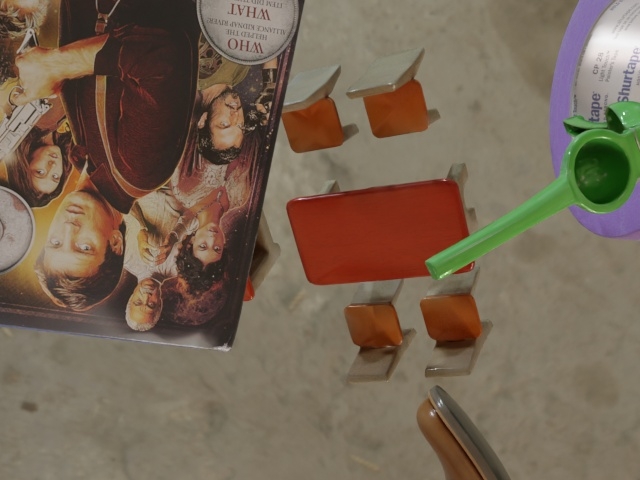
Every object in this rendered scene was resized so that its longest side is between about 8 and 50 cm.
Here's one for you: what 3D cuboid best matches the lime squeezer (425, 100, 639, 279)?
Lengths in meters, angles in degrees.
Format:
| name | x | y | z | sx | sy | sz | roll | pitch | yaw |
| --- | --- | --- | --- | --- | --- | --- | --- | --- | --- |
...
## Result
| name | x | y | z | sx | sy | sz | roll | pitch | yaw |
| --- | --- | --- | --- | --- | --- | --- | --- | --- | --- |
| lime squeezer | 0.178 | -0.057 | 0.708 | 0.110 | 0.310 | 0.059 | 2 | 114 | 30 |

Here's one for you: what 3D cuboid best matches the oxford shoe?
| name | x | y | z | sx | sy | sz | roll | pitch | yaw |
| --- | --- | --- | --- | --- | --- | --- | --- | --- | --- |
| oxford shoe | 0.110 | 0.201 | 0.697 | 0.076 | 0.076 | 0.212 | -26 | 96 | 9 |

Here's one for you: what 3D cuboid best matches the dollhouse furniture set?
| name | x | y | z | sx | sy | sz | roll | pitch | yaw |
| --- | --- | --- | --- | --- | --- | --- | --- | --- | --- |
| dollhouse furniture set | 0.000 | 0.000 | 0.857 | 0.259 | 0.135 | 0.262 | -7 | 112 | 25 |

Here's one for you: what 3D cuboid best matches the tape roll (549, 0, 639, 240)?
| name | x | y | z | sx | sy | sz | roll | pitch | yaw |
| --- | --- | --- | --- | --- | --- | --- | --- | --- | --- |
| tape roll | 0.320 | -0.136 | 0.953 | 0.090 | 0.275 | 0.275 | 4 | 74 | -15 |

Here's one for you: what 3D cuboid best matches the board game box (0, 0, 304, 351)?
| name | x | y | z | sx | sy | sz | roll | pitch | yaw |
| --- | --- | --- | --- | --- | --- | --- | --- | --- | --- |
| board game box | -0.132 | -0.055 | 0.370 | 0.243 | 0.042 | 0.165 | 10 | 93 | -29 |
